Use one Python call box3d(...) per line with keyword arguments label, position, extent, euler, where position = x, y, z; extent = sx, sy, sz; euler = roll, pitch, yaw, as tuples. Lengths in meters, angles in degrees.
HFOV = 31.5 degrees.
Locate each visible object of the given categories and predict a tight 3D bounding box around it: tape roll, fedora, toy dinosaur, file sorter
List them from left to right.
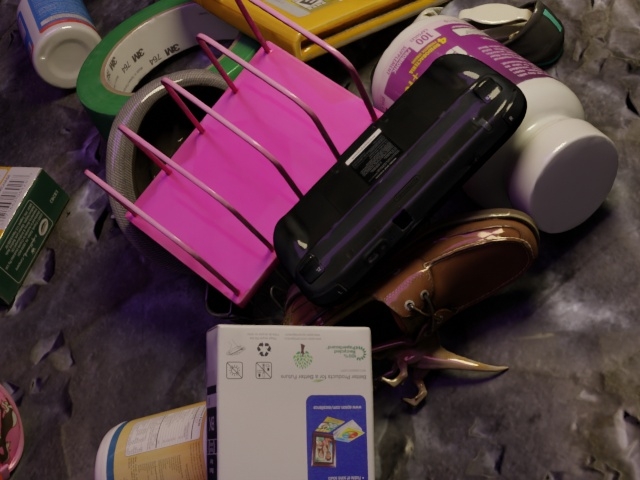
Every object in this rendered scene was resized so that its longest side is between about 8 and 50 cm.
box3d(label="tape roll", position=(-0.209, -0.266, 1.720), extent=(0.321, 0.077, 0.321), euler=(-15, 40, 12))
box3d(label="fedora", position=(-0.178, -0.087, 1.529), extent=(0.124, 0.243, 0.276), euler=(168, 98, -68))
box3d(label="file sorter", position=(-0.101, -0.113, 1.326), extent=(0.202, 0.182, 0.291), euler=(36, 83, 24))
box3d(label="toy dinosaur", position=(0.107, 0.133, 1.260), extent=(0.183, 0.053, 0.093), euler=(16, 64, 39))

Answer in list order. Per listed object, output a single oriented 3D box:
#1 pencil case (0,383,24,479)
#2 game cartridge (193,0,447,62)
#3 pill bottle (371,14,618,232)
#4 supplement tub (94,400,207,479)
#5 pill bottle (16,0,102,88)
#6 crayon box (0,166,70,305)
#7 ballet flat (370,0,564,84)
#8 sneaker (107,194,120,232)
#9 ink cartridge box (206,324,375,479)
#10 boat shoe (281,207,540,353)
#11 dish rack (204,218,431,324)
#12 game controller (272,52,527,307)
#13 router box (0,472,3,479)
box3d(label="pencil case", position=(-0.585, 0.268, 1.500), extent=(0.386, 0.160, 0.167), euler=(-7, 57, 26))
box3d(label="game cartridge", position=(-0.012, -0.378, 1.667), extent=(0.285, 0.053, 0.323), euler=(-27, 42, -25))
box3d(label="pill bottle", position=(0.203, -0.136, 1.334), extent=(0.169, 0.169, 0.301), euler=(-41, 45, -4))
box3d(label="supplement tub", position=(-0.130, 0.251, 1.245), extent=(0.199, 0.144, 0.144), euler=(-17, 48, 19))
box3d(label="pill bottle", position=(-0.454, -0.366, 1.955), extent=(0.124, 0.124, 0.221), euler=(-34, 45, 3))
box3d(label="crayon box", position=(-0.569, -0.016, 1.773), extent=(0.322, 0.083, 0.203), euler=(5, 58, 33))
box3d(label="ballet flat", position=(0.181, -0.269, 1.505), extent=(0.280, 0.096, 0.095), euler=(-9, 52, 26))
box3d(label="sneaker", position=(-0.296, -0.044, 1.661), extent=(0.098, 0.038, 0.069), euler=(9, 75, 56))
box3d(label="ink cartridge box", position=(-0.029, 0.251, 1.127), extent=(0.065, 0.165, 0.333), euler=(147, 124, -67))
box3d(label="boat shoe", position=(0.101, 0.067, 1.243), extent=(0.307, 0.111, 0.104), euler=(-24, 32, 20))
box3d(label="dish rack", position=(0.000, 0.000, 1.391), extent=(0.271, 0.074, 0.208), euler=(-6, 65, 24))
box3d(label="game controller", position=(0.079, -0.071, 1.237), extent=(0.319, 0.067, 0.166), euler=(-45, 29, 4))
box3d(label="router box", position=(-0.492, 0.416, 1.291), extent=(0.335, 0.082, 0.301), euler=(-26, 73, 12))
